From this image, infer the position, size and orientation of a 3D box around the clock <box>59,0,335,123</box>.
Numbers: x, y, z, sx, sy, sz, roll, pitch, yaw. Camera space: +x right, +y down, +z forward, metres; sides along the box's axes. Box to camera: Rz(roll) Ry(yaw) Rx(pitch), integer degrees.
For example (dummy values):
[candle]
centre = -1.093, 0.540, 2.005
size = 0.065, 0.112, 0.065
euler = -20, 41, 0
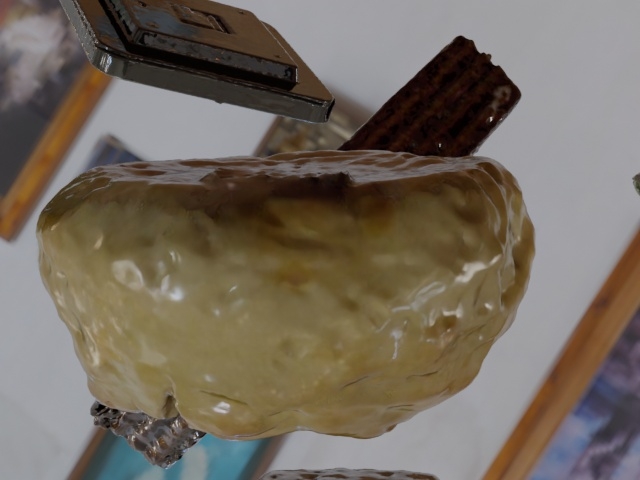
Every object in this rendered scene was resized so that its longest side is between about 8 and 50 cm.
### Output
[clock]
centre = -0.140, -0.224, 1.632
size = 0.273, 0.049, 0.279
euler = 10, -157, -26

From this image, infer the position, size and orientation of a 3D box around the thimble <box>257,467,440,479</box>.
[thimble]
centre = 0.021, 0.256, 1.038
size = 0.148, 0.196, 0.229
euler = -1, 158, 8

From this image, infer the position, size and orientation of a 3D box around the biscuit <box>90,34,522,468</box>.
[biscuit]
centre = 0.000, 0.000, 0.989
size = 0.073, 0.388, 0.107
euler = 44, 142, 2

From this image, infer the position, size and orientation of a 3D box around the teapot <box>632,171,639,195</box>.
[teapot]
centre = 0.312, -0.066, 1.302
size = 0.057, 0.083, 0.067
euler = 41, -167, 18

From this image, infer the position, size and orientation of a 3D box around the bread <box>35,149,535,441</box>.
[bread]
centre = -0.014, 0.024, 0.730
size = 0.244, 0.134, 0.244
euler = 1, -171, 0
